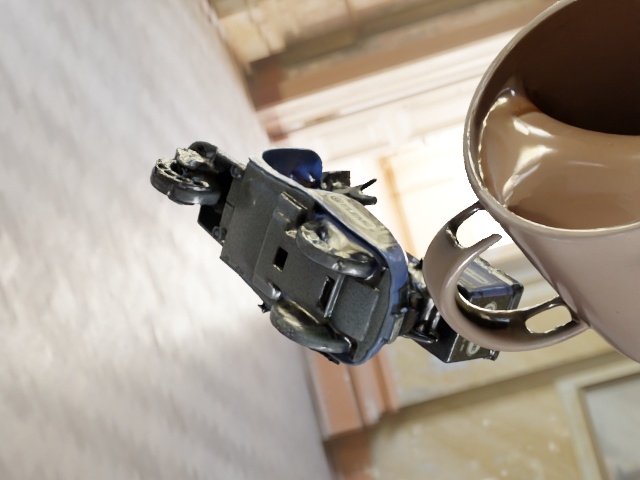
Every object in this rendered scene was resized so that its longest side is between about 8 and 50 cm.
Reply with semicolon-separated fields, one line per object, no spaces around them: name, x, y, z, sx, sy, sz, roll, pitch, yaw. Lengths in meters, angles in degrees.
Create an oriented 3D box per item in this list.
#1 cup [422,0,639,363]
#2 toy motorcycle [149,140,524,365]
cup;0.190;-0.012;0.877;0.200;0.253;0.191;48;10;-44
toy motorcycle;0.000;0.000;1.325;0.358;0.213;0.125;37;-62;38
